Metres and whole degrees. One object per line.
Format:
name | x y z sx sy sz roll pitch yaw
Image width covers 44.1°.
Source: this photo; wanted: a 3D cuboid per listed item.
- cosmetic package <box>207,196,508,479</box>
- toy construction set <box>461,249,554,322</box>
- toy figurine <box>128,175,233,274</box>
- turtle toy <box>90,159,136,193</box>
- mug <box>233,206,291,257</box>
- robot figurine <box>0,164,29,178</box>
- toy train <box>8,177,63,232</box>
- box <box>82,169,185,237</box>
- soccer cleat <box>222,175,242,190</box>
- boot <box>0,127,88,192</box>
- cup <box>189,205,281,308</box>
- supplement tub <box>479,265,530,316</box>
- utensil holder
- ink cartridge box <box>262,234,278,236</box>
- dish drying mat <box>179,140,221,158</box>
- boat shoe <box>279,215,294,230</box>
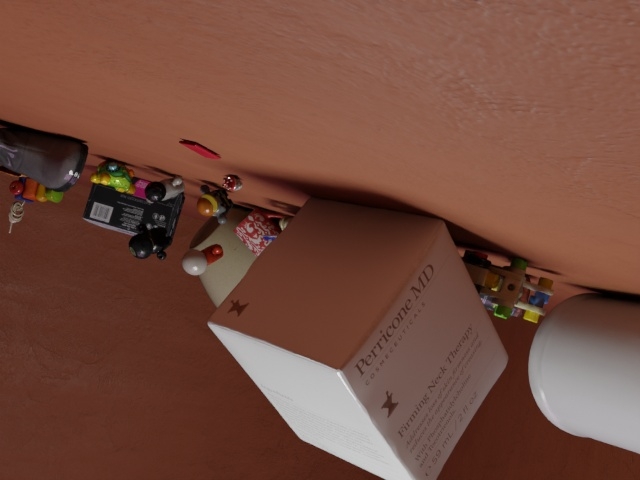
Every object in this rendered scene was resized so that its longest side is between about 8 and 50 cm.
cosmetic package | 0.080 0.184 1.441 0.328 0.329 0.393 13 146 43
toy construction set | 0.302 0.082 1.638 0.328 0.151 0.215 1 170 28
toy figurine | -0.321 -0.038 1.828 0.213 0.209 0.148 19 -166 11
turtle toy | -0.500 -0.159 1.905 0.095 0.066 0.130 21 175 -41
mug | -0.128 -0.010 2.092 0.169 0.150 0.113 45 164 -5
robot figurine | -0.804 -0.222 1.971 0.291 0.085 0.211 16 -172 -18
toy train | -0.794 -0.131 2.238 0.144 0.247 0.105 9 174 22
box | -0.538 -0.095 2.303 0.248 0.163 0.142 16 175 -2
soccer cleat | -0.167 -0.110 1.531 0.036 0.029 0.083 8 -178 -18
boot | -0.663 -0.199 1.686 0.338 0.118 0.223 7 166 43
cup | -0.233 0.040 2.261 0.237 0.331 0.331 43 167 -19
supplement tub | 0.391 0.108 1.881 0.198 0.106 0.106 16 177 3
utensil holder | 0.679 0.286 1.630 0.328 0.327 0.385 17 175 -21
ink cartridge box | 0.052 0.026 1.822 0.371 0.069 0.176 5 177 -2
dish drying mat | -0.189 -0.143 1.244 0.032 0.008 0.083 14 175 22
boat shoe | 0.000 0.000 2.039 0.089 0.104 0.285 22 169 34
